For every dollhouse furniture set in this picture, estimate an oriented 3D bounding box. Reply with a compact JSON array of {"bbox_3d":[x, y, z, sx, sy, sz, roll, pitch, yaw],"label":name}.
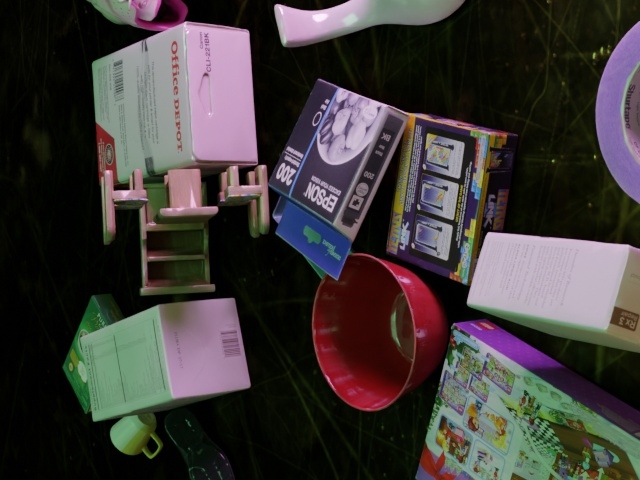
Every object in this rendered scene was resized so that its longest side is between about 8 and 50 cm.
[{"bbox_3d":[-0.192,-0.008,1.654,0.242,0.212,0.160,164,104,-78],"label":"dollhouse furniture set"}]

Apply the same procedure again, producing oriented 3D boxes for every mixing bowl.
[{"bbox_3d":[0.084,0.102,1.394,0.181,0.098,0.181,6,98,51],"label":"mixing bowl"}]

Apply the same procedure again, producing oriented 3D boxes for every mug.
[{"bbox_3d":[-0.288,0.304,1.920,0.064,0.078,0.062,-49,22,31],"label":"mug"}]

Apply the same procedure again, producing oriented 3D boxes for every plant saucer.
[{"bbox_3d":[0.000,0.000,1.558,0.192,0.018,0.067,51,130,37],"label":"plant saucer"}]

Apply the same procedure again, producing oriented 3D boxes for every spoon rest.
[{"bbox_3d":[0.073,-0.301,1.414,0.276,0.084,0.137,-19,79,37],"label":"spoon rest"}]

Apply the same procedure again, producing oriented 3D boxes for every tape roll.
[{"bbox_3d":[0.345,-0.115,1.067,0.189,0.080,0.188,4,95,52],"label":"tape roll"}]

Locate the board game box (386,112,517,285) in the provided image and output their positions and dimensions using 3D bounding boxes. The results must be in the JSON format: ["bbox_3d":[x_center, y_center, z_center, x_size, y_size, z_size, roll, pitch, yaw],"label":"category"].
[{"bbox_3d":[0.145,-0.049,1.348,0.141,0.048,0.170,24,110,51],"label":"board game box"}]

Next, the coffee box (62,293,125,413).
[{"bbox_3d":[-0.375,0.192,2.023,0.113,0.040,0.184,54,131,34],"label":"coffee box"}]

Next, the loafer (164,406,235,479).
[{"bbox_3d":[-0.171,0.326,1.774,0.170,0.062,0.061,59,173,21],"label":"loafer"}]

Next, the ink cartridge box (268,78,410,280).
[{"bbox_3d":[0.007,-0.080,1.439,0.206,0.045,0.208,34,102,62],"label":"ink cartridge box"}]

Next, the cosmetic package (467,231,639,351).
[{"bbox_3d":[0.248,0.050,1.116,0.231,0.117,0.085,4,77,65],"label":"cosmetic package"}]

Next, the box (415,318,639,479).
[{"bbox_3d":[0.232,0.233,1.247,0.293,0.057,0.200,33,118,45],"label":"box"}]

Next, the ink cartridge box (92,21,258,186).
[{"bbox_3d":[-0.215,-0.188,1.738,0.273,0.114,0.196,-7,86,52],"label":"ink cartridge box"}]

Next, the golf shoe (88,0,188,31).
[{"bbox_3d":[-0.302,-0.384,1.713,0.140,0.306,0.115,28,93,28],"label":"golf shoe"}]

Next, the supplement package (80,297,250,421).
[{"bbox_3d":[-0.234,0.178,1.769,0.244,0.134,0.139,-21,76,50],"label":"supplement package"}]
